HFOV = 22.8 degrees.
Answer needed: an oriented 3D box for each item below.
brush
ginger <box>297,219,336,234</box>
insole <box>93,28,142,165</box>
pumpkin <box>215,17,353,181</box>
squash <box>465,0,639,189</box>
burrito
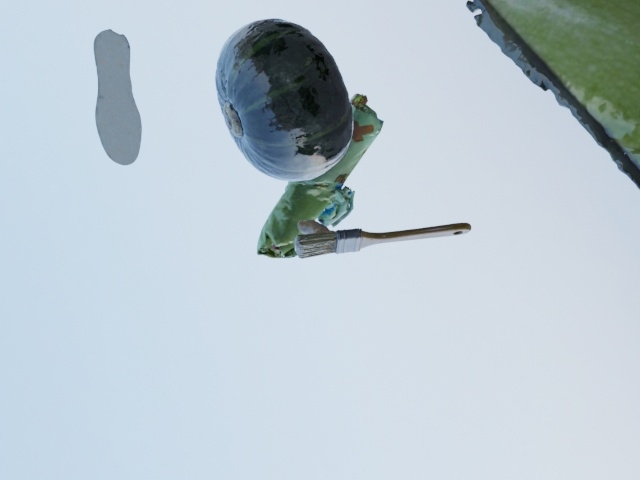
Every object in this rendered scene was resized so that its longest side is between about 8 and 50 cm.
[{"bbox_3d":[0.060,-0.004,1.506,0.043,0.170,0.014,97,165,-70],"label":"brush"},{"bbox_3d":[0.000,0.001,2.097,0.097,0.048,0.030,22,138,43],"label":"ginger"},{"bbox_3d":[-0.284,-0.197,2.205,0.004,0.065,0.197,-72,-21,-67],"label":"insole"},{"bbox_3d":[-0.036,-0.140,1.579,0.167,0.125,0.167,167,90,-84],"label":"pumpkin"},{"bbox_3d":[0.204,-0.114,1.174,0.309,0.210,0.233,19,-174,18],"label":"squash"},{"bbox_3d":[0.010,-0.080,2.348,0.104,0.288,0.054,33,-170,-12],"label":"burrito"}]
